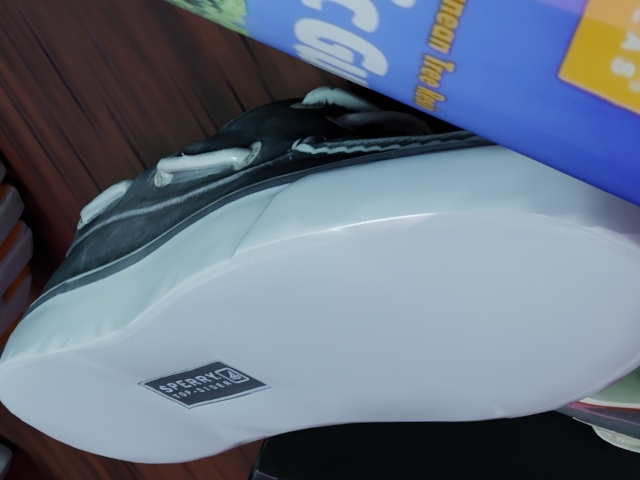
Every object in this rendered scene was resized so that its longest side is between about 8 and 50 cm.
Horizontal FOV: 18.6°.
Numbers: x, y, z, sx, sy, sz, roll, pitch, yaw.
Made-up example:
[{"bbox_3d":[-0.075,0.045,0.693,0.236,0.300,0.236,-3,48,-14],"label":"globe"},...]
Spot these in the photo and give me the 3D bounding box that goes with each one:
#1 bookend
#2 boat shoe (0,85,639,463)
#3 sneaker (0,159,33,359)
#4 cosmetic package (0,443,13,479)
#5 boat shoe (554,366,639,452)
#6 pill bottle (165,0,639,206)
[{"bbox_3d":[0.046,0.115,0.750,0.157,0.072,0.156,20,148,1],"label":"bookend"},{"bbox_3d":[0.000,0.000,0.618,0.108,0.102,0.301,30,153,-25],"label":"boat shoe"},{"bbox_3d":[-0.181,-0.026,0.729,0.083,0.084,0.215,-3,123,37],"label":"sneaker"},{"bbox_3d":[-0.325,0.183,0.989,0.217,0.156,0.385,30,142,-6],"label":"cosmetic package"},{"bbox_3d":[0.110,0.050,0.659,0.137,0.049,0.043,14,143,11],"label":"boat shoe"},{"bbox_3d":[0.068,-0.090,0.436,0.272,0.152,0.152,24,142,7],"label":"pill bottle"}]
